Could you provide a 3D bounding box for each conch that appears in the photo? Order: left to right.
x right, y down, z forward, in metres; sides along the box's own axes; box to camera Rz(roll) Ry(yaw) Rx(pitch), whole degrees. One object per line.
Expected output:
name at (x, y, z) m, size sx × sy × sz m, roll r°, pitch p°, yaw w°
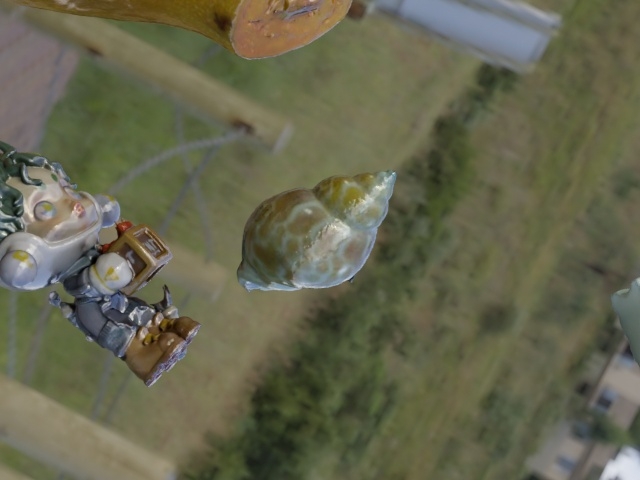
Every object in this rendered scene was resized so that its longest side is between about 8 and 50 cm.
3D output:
conch at (-0.014, -0.001, 1.461) m, size 0.173 × 0.116 × 0.106 m, roll 139°, pitch -40°, yaw -62°

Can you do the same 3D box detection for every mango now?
mango at (-0.134, -0.229, 1.094) m, size 0.144 × 0.359 × 0.187 m, roll 87°, pitch 26°, yaw -50°

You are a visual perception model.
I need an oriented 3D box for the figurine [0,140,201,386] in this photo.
figurine at (-0.330, 0.023, 2.079) m, size 0.186 × 0.382 × 0.261 m, roll -52°, pitch 176°, yaw 15°

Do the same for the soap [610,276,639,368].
soap at (0.440, 0.090, 1.788) m, size 0.198 × 0.119 × 0.066 m, roll -10°, pitch 162°, yaw -30°
